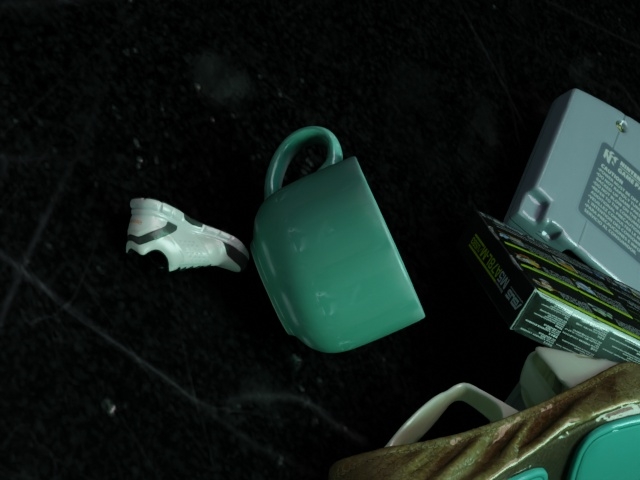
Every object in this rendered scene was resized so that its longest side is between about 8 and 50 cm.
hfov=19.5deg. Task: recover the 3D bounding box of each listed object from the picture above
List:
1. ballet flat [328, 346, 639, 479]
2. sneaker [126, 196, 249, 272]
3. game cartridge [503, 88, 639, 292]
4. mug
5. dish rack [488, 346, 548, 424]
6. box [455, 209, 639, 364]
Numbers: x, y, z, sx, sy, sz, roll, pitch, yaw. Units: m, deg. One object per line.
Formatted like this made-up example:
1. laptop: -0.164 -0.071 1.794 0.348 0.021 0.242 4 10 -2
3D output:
1. ballet flat: 0.152 0.148 1.380 0.342 0.116 0.124 -19 52 -24
2. sneaker: -0.097 0.006 1.324 0.109 0.040 0.044 24 74 -38
3. game cartridge: 0.308 0.004 1.713 0.297 0.062 0.198 39 44 -13
4. mug: 0.004 0.009 1.366 0.158 0.097 0.129 -111 176 -54
5. dish rack: 0.272 0.251 1.534 0.333 0.072 0.285 54 38 -8
6. box: 0.217 0.059 1.520 0.190 0.045 0.184 26 16 -19
